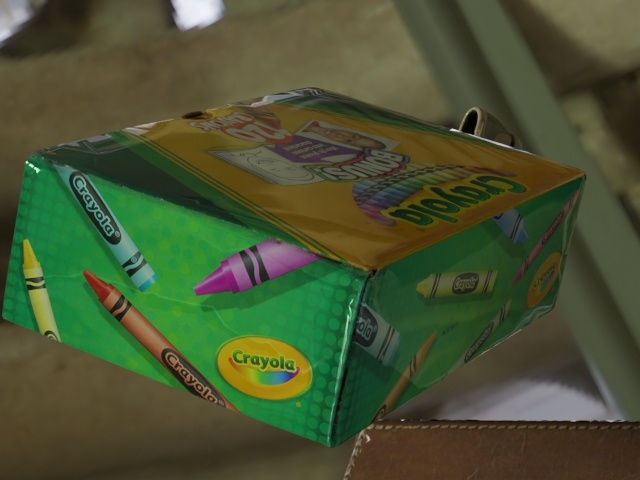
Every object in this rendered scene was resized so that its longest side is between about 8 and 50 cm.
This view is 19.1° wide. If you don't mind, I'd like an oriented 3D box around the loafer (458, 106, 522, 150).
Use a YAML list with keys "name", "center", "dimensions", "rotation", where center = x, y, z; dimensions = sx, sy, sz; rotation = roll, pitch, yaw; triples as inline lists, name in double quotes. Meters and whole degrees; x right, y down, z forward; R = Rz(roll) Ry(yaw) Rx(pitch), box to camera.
- name: "loafer"
  center: [0.073, -0.021, 1.088]
  dimensions: [0.039, 0.045, 0.125]
  rotation: [46, -121, -30]

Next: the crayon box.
- name: "crayon box"
  center: [0.000, 0.000, 0.893]
  dimensions: [0.278, 0.165, 0.081]
  rotation: [-22, -53, -62]

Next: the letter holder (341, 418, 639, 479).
- name: "letter holder"
  center: [0.142, 0.207, 0.842]
  dimensions: [0.152, 0.302, 0.214]
  rotation: [49, -129, -38]
